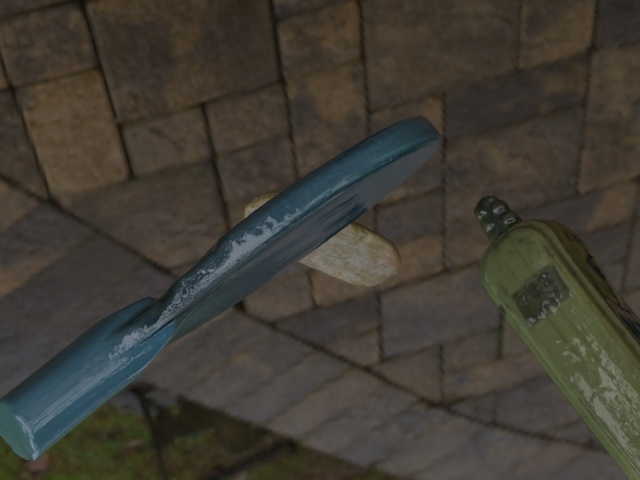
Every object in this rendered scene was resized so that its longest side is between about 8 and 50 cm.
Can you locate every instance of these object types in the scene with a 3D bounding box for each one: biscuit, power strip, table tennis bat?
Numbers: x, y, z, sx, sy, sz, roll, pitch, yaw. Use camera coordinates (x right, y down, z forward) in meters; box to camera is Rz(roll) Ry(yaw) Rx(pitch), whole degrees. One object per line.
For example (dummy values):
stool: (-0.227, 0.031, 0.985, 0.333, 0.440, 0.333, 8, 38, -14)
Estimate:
biscuit: (0.000, 0.000, 1.266, 0.147, 0.018, 0.071, 25, 139, -17)
power strip: (0.215, 0.117, 0.919, 0.066, 0.387, 0.092, -43, 157, 15)
table tennis bat: (-0.054, 0.021, 0.900, 0.329, 0.044, 0.215, -35, 177, -29)
